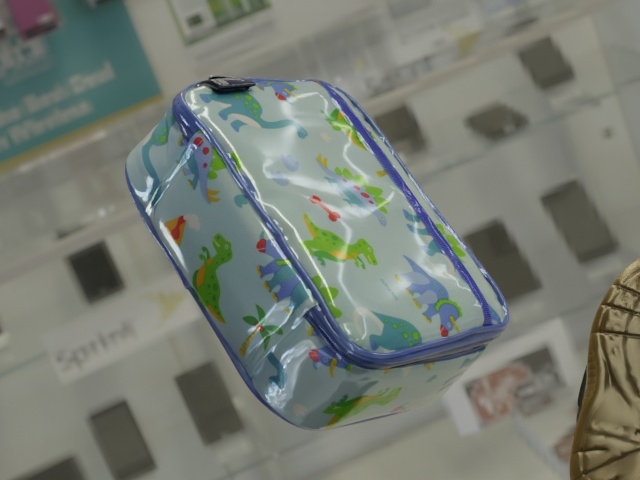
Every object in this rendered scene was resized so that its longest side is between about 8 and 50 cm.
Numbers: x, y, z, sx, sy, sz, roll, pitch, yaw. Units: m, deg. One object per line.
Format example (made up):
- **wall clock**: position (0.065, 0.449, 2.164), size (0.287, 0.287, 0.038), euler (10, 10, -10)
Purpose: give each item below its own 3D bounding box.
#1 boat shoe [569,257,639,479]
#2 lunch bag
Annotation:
- **boat shoe**: position (0.159, 0.077, 0.933), size (0.056, 0.049, 0.152), euler (21, 61, 7)
- **lunch bag**: position (0.000, 0.000, 1.061), size (0.176, 0.219, 0.090), euler (-4, -37, -49)
